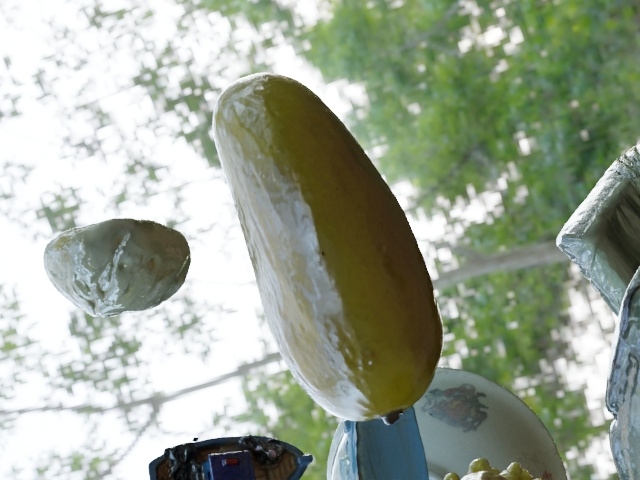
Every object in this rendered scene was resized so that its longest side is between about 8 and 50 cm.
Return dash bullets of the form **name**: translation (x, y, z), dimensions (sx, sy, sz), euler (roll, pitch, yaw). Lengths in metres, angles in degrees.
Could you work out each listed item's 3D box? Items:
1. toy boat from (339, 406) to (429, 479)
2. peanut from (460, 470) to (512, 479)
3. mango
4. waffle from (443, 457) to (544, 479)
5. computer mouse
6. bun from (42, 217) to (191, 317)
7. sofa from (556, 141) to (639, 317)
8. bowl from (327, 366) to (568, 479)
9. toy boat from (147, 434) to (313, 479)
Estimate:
- **toy boat**: translation (0.071, 0.262, 1.663), dimensions (0.102, 0.088, 0.215), euler (179, 80, -75)
- **peanut**: translation (0.145, 0.249, 1.268), dimensions (0.194, 0.083, 0.093), euler (5, -88, -83)
- **mango**: translation (0.003, 0.001, 1.278), dimensions (0.331, 0.142, 0.195), euler (67, 162, 2)
- **waffle**: translation (0.262, 0.464, 2.006), dimensions (0.324, 0.261, 0.151), euler (55, -150, -8)
- **computer mouse**: translation (0.414, 0.186, 1.654), dimensions (0.228, 0.145, 0.428), euler (-28, -67, -35)
- **bun**: translation (-0.250, 0.042, 1.810), dimensions (0.183, 0.183, 0.102), euler (26, -129, -56)
- **sofa**: translation (0.447, -0.008, 1.865), dimensions (0.210, 0.176, 0.225), euler (50, -120, -12)
- **bowl**: translation (0.180, 0.438, 2.426), dimensions (0.196, 0.435, 0.434), euler (-17, -90, -68)
- **toy boat**: translation (-0.116, 0.299, 1.919), dimensions (0.223, 0.097, 0.100), euler (-5, -107, -23)
